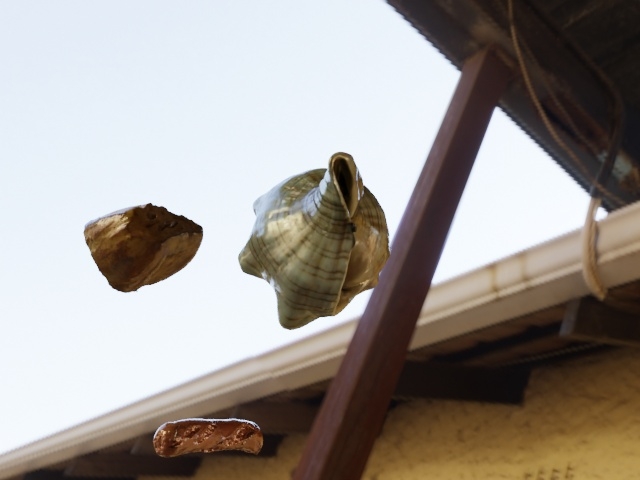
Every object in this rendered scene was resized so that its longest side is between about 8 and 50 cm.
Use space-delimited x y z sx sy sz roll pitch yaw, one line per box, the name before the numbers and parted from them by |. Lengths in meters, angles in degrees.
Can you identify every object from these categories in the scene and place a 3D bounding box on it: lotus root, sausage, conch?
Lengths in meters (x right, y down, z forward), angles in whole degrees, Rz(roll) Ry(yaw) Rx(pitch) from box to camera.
lotus root | -0.246 0.014 1.247 0.159 0.095 0.135 26 -41 -28
sausage | -0.115 0.213 0.974 0.042 0.036 0.158 -48 -34 19
conch | -0.013 0.001 1.023 0.170 0.203 0.386 -2 -15 12
